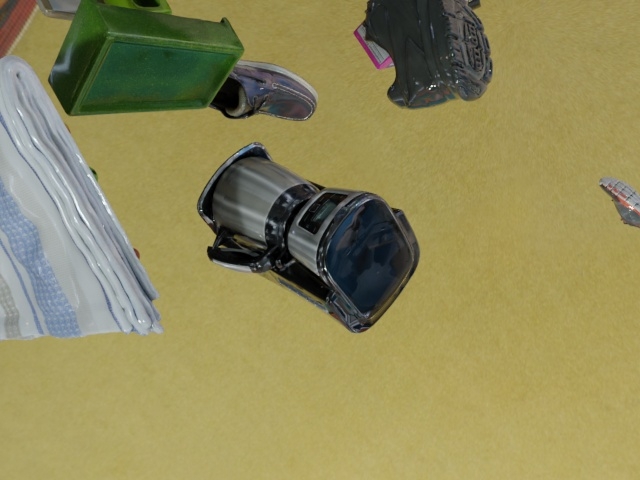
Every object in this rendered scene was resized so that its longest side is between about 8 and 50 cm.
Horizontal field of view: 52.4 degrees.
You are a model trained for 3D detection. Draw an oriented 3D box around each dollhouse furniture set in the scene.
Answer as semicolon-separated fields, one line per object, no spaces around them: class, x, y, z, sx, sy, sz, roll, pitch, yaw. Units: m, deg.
dollhouse furniture set;-0.130;-0.277;0.538;0.301;0.151;0.198;-45;69;38

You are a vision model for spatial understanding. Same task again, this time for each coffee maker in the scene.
coffee maker;0.000;0.000;0.610;0.178;0.171;0.120;27;93;42

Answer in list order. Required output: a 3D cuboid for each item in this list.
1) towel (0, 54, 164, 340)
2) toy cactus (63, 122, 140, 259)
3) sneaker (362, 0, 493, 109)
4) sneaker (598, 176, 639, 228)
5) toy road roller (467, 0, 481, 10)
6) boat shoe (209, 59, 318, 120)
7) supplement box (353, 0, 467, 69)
towel;-0.255;-0.008;0.514;0.284;0.034;0.209;-9;112;40
toy cactus;-0.318;-0.032;0.711;0.219;0.180;0.112;58;149;-6
sneaker;0.098;-0.284;0.729;0.130;0.109;0.287;-11;85;43
sneaker;0.623;-0.064;1.328;0.158;0.061;0.065;50;142;27
toy road roller;0.245;-0.672;1.550;0.202;0.240;0.330;-19;83;16
boat shoe;-0.132;-0.242;1.058;0.285;0.093;0.103;16;143;-30
supplement box;0.194;-0.491;1.430;0.220;0.111;0.114;-37;83;45
